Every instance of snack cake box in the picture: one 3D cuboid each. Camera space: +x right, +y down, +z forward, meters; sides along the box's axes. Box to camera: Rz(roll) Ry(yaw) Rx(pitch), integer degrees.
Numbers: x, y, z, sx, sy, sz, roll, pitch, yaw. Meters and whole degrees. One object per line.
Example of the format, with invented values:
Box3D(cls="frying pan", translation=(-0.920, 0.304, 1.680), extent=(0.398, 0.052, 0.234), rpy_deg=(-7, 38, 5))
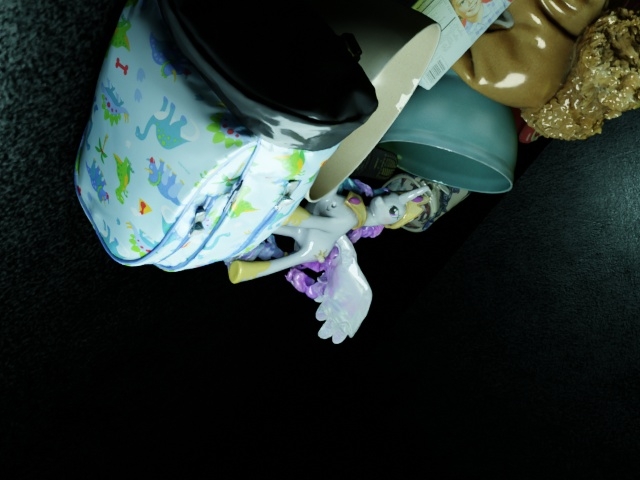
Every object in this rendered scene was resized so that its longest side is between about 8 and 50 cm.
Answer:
Box3D(cls="snack cake box", translation=(0.206, -0.393, 1.330), extent=(0.264, 0.089, 0.152), rpy_deg=(-46, 135, -1))

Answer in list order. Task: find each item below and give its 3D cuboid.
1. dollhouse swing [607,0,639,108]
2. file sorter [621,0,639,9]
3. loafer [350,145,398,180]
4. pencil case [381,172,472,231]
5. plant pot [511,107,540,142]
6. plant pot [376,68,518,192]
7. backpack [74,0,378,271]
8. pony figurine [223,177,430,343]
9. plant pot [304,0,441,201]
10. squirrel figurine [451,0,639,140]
Box3D(cls="dollhouse swing", translation=(0.614, -0.489, 1.803), extent=(0.305, 0.347, 0.315), rpy_deg=(-1, 133, -54))
Box3D(cls="file sorter", translation=(0.629, -0.587, 1.680), extent=(0.182, 0.291, 0.202), rpy_deg=(-37, 162, -20))
Box3D(cls="loafer", translation=(0.066, -0.169, 1.650), extent=(0.220, 0.078, 0.080), rpy_deg=(18, 99, -54))
Box3D(cls="pencil case", translation=(0.342, -0.171, 2.181), extent=(0.410, 0.160, 0.183), rpy_deg=(-33, -169, -37))
Box3D(cls="plant pot", translation=(0.534, -0.367, 2.189), extent=(0.191, 0.174, 0.191), rpy_deg=(-41, 161, -17))
Box3D(cls="plant pot", translation=(0.282, -0.239, 1.728), extent=(0.293, 0.293, 0.196), rpy_deg=(44, 64, -74))
Box3D(cls="backpack", translation=(-0.135, -0.119, 0.953), extent=(0.273, 0.290, 0.355), rpy_deg=(-28, 164, -27))
Box3D(cls="pony figurine", translation=(0.000, 0.000, 1.579), extent=(0.363, 0.303, 0.351), rpy_deg=(-1, 145, -39))
Box3D(cls="plant pot", translation=(0.000, -0.221, 1.110), extent=(0.284, 0.191, 0.284), rpy_deg=(-50, 171, -11))
Box3D(cls="squirrel figurine", translation=(0.466, -0.397, 1.526), extent=(0.281, 0.397, 0.370), rpy_deg=(-17, 154, -50))
